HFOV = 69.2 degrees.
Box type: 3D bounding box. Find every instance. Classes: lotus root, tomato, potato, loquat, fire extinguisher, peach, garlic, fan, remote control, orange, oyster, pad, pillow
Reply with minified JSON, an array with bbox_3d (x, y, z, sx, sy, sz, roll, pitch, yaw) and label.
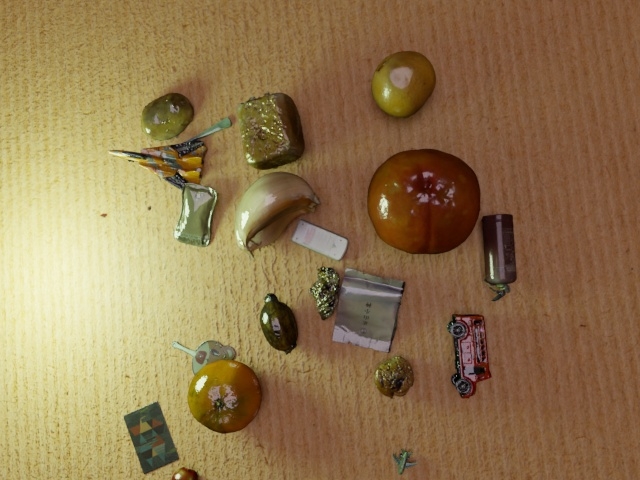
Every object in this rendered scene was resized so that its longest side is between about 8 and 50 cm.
[{"bbox_3d":[-0.140,0.273,1.524,0.120,0.120,0.209,-22,85,5],"label":"lotus root"},{"bbox_3d":[-0.448,0.794,1.539,0.087,0.087,0.075,25,53,9],"label":"tomato"},{"bbox_3d":[-0.559,-0.449,1.663,0.200,0.081,0.164,-31,83,6],"label":"potato"},{"bbox_3d":[0.266,-0.503,1.502,0.208,0.208,0.207,-1,85,7],"label":"loquat"},{"bbox_3d":[0.560,0.054,1.463,0.105,0.105,0.268,-1,86,7],"label":"fire extinguisher"},{"bbox_3d":[0.308,-0.119,1.409,0.343,0.302,0.342,0,86,6],"label":"peach"},{"bbox_3d":[-0.159,-0.098,1.499,0.313,0.286,0.249,-28,117,2],"label":"garlic"},{"bbox_3d":[-0.414,0.403,1.602,0.227,0.008,0.152,22,89,8],"label":"fan"},{"bbox_3d":[0.000,0.000,1.575,0.190,0.029,0.087,22,88,9],"label":"remote control"},{"bbox_3d":[-0.310,0.503,1.496,0.240,0.171,0.240,0,88,6],"label":"orange"},{"bbox_3d":[0.013,0.174,1.530,0.105,0.056,0.177,9,95,38],"label":"oyster"},{"bbox_3d":[-0.409,-0.388,1.670,0.193,0.016,0.038,-25,80,3],"label":"fan"},{"bbox_3d":[-0.586,0.680,1.603,0.143,0.003,0.211,-25,82,4],"label":"pad"},{"bbox_3d":[-0.433,-0.087,1.621,0.130,0.033,0.217,14,100,0],"label":"pillow"}]

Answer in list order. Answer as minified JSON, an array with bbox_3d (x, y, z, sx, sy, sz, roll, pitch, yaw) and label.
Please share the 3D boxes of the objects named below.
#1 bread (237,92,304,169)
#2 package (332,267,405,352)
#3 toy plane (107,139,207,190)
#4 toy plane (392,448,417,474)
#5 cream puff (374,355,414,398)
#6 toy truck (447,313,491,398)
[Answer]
[{"bbox_3d":[-0.158,-0.369,1.556,0.196,0.176,0.246,-12,87,18],"label":"bread"},{"bbox_3d":[0.158,0.229,1.526,0.204,0.062,0.250,13,100,8],"label":"package"},{"bbox_3d":[-0.567,-0.274,1.621,0.316,0.103,0.204,8,85,-8],"label":"toy plane"},{"bbox_3d":[0.264,0.705,1.477,0.080,0.033,0.083,17,94,8],"label":"toy plane"},{"bbox_3d":[0.236,0.434,1.473,0.119,0.104,0.133,41,90,15],"label":"cream puff"},{"bbox_3d":[0.463,0.356,1.444,0.114,0.107,0.252,-5,84,7],"label":"toy truck"}]
